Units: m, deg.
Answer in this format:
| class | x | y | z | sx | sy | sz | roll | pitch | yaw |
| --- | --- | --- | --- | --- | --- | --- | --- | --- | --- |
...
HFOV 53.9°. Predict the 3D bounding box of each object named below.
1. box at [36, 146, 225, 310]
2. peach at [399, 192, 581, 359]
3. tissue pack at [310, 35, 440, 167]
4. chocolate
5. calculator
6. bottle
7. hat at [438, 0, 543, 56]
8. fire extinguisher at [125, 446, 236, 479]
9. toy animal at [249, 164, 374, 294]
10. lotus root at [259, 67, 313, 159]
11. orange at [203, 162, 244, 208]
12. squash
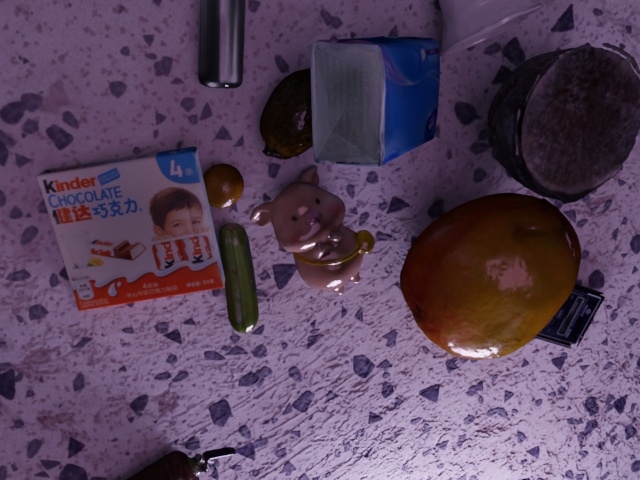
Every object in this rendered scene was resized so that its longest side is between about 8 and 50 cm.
| class | x | y | z | sx | sy | sz | roll | pitch | yaw |
| --- | --- | --- | --- | --- | --- | --- | --- | --- | --- |
| box | -0.328 | -0.017 | 1.122 | 0.273 | 0.048 | 0.265 | -10 | 111 | -1 |
| peach | 0.345 | 0.066 | 1.266 | 0.372 | 0.290 | 0.373 | 1 | 120 | 1 |
| tissue pack | 0.103 | -0.251 | 1.096 | 0.263 | 0.146 | 0.198 | -33 | 127 | -57 |
| chocolate | 0.452 | -0.248 | 1.249 | 0.303 | 0.213 | 0.303 | -7 | 111 | -18 |
| calculator | 0.564 | 0.169 | 1.539 | 0.274 | 0.028 | 0.166 | 17 | 102 | -24 |
| bottle | -0.172 | -0.389 | 1.061 | 0.096 | 0.079 | 0.254 | 11 | 110 | 17 |
| hat | 0.290 | -0.437 | 1.165 | 0.203 | 0.203 | 0.126 | -27 | 97 | -8 |
| fire extinguisher | -0.338 | 0.525 | 1.319 | 0.344 | 0.102 | 0.138 | -30 | 148 | -8 |
| toy animal | 0.002 | -0.002 | 1.222 | 0.165 | 0.149 | 0.248 | -39 | 110 | -21 |
| lotus root | -0.035 | -0.237 | 1.134 | 0.120 | 0.120 | 0.209 | 31 | 98 | -26 |
| orange | -0.181 | -0.100 | 1.157 | 0.085 | 0.085 | 0.085 | -6 | 110 | -17 |
| squash | -0.159 | 0.077 | 1.233 | 0.066 | 0.066 | 0.229 | -11 | 112 | -15 |
